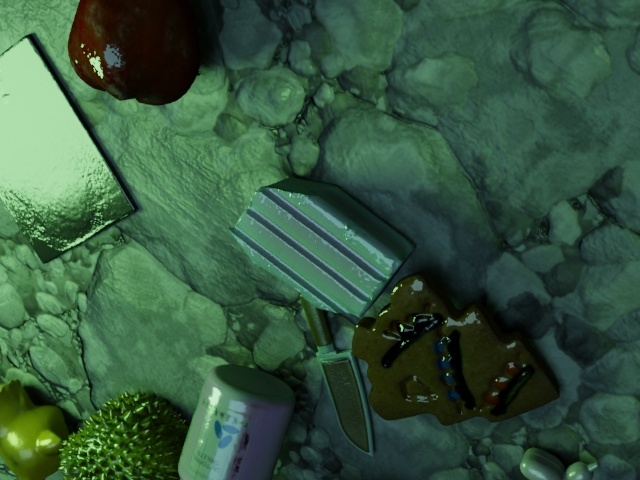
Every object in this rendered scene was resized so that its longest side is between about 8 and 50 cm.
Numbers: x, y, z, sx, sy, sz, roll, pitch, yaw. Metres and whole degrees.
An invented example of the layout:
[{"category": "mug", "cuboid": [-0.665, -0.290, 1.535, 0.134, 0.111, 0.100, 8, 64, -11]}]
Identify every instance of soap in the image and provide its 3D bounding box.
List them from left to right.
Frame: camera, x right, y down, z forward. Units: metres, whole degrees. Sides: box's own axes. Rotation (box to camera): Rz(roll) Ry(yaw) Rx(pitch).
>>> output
[{"category": "soap", "cuboid": [0.000, 0.000, 1.370, 0.230, 0.091, 0.145, 38, 119, 6]}]

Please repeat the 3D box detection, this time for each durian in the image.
[{"category": "durian", "cuboid": [-0.338, 0.381, 1.644, 0.237, 0.176, 0.200, -34, 114, 21]}]

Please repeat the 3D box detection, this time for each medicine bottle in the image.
[{"category": "medicine bottle", "cuboid": [-0.143, 0.336, 1.505, 0.152, 0.152, 0.254, 22, 100, 15]}]

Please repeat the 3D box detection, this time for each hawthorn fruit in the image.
[{"category": "hawthorn fruit", "cuboid": [-0.252, -0.294, 1.321, 0.185, 0.185, 0.202, 14, 99, 19]}]

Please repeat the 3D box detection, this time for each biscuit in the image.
[{"category": "biscuit", "cuboid": [0.191, 0.175, 1.359, 0.302, 0.043, 0.278, 12, 125, 12]}]

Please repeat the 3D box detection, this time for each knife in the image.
[{"category": "knife", "cuboid": [0.024, 0.187, 1.474, 0.061, 0.027, 0.343, -10, 107, 23]}]

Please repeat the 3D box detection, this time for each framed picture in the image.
[{"category": "framed picture", "cuboid": [-0.467, -0.140, 1.569, 0.244, 0.013, 0.323, -25, 99, 30]}]

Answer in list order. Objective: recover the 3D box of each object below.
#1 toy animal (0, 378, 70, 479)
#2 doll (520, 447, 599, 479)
[{"category": "toy animal", "cuboid": [-0.562, 0.339, 1.743, 0.230, 0.156, 0.156, 39, 122, 9]}, {"category": "doll", "cuboid": [0.368, 0.384, 1.381, 0.160, 0.059, 0.161, 6, 113, 24]}]
